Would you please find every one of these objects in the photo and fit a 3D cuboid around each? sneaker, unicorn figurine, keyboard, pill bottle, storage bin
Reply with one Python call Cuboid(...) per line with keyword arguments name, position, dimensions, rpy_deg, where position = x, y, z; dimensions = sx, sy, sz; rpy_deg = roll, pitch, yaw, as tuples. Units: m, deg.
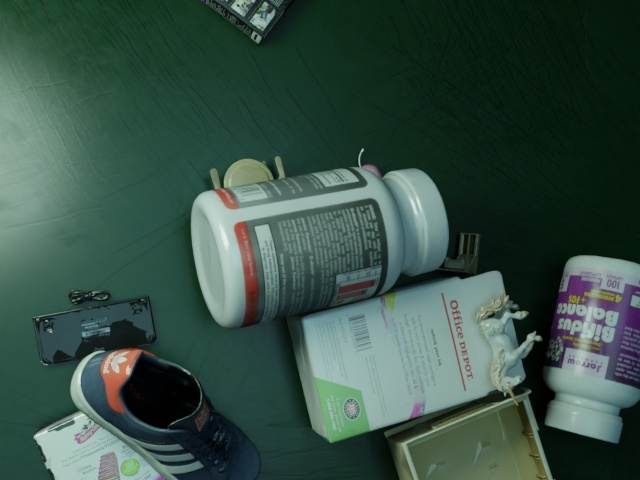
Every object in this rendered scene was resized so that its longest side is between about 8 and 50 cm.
Cuboid(name="sneaker", position=(-0.193, 0.273, 1.178), dimensions=(0.350, 0.148, 0.131), rpy_deg=(40, 47, -31))
Cuboid(name="unicorn figurine", position=(0.303, 0.172, 1.292), dimensions=(0.111, 0.060, 0.162), rpy_deg=(-30, 78, -16))
Cuboid(name="keyboard", position=(-0.358, 0.127, 1.263), dimensions=(0.180, 0.023, 0.108), rpy_deg=(-10, 94, -16))
Cuboid(name="pill bottle", position=(0.484, 0.190, 1.394), dimensions=(0.169, 0.169, 0.301), rpy_deg=(16, 81, -12))
Cuboid(name="pill bottle", position=(0.000, 0.000, 1.233), dimensions=(0.363, 0.210, 0.210), rpy_deg=(-11, 88, -20))
Cuboid(name="storage bin", position=(0.274, 0.410, 1.347), dimensions=(0.260, 0.123, 0.262), rpy_deg=(-18, 90, -15))

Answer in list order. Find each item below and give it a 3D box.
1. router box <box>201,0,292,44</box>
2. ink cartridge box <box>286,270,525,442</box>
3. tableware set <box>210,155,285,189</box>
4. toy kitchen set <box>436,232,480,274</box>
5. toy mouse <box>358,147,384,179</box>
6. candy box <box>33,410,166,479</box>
Cuboid(name="router box", position=(-0.102, -0.445, 1.362), dimensions=(0.133, 0.046, 0.179), rpy_deg=(37, 78, -8))
Cuboid(name="ink cartridge box", position=(0.143, 0.182, 1.333), dimensions=(0.353, 0.119, 0.207), rpy_deg=(-13, 89, -15))
Cuboid(name="tableware set", position=(-0.108, -0.039, 1.330), dimensions=(0.128, 0.039, 0.194), rpy_deg=(-13, 90, -21))
Cuboid(name="toy kitchen set", position=(0.233, 0.019, 1.400), dimensions=(0.068, 0.083, 0.075), rpy_deg=(4, 82, 28))
Cuboid(name="toy mouse", position=(0.085, -0.075, 1.386), dimensions=(0.143, 0.031, 0.161), rpy_deg=(17, 81, -12))
Cuboid(name="candy box", position=(-0.317, 0.366, 1.226), dimensions=(0.159, 0.071, 0.233), rpy_deg=(-23, 92, -16))
